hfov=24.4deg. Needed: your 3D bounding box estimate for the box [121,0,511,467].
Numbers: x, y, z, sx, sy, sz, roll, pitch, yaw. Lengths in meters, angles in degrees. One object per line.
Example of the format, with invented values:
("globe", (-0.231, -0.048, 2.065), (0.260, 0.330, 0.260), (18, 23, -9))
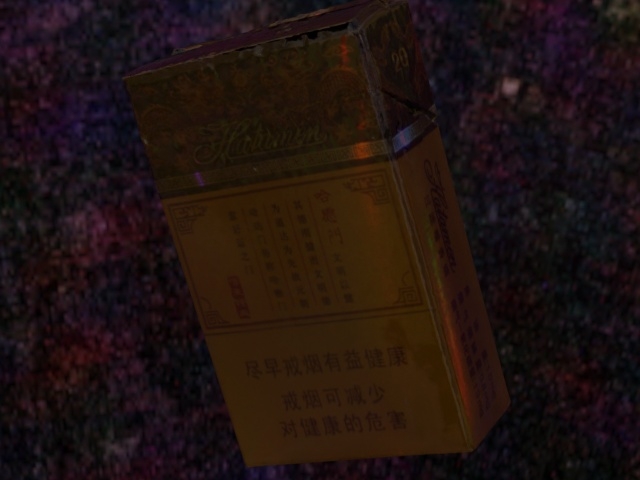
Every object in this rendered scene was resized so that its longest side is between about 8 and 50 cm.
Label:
("box", (0.000, 0.000, 1.391), (0.264, 0.415, 0.116), (-9, 15, 31))
